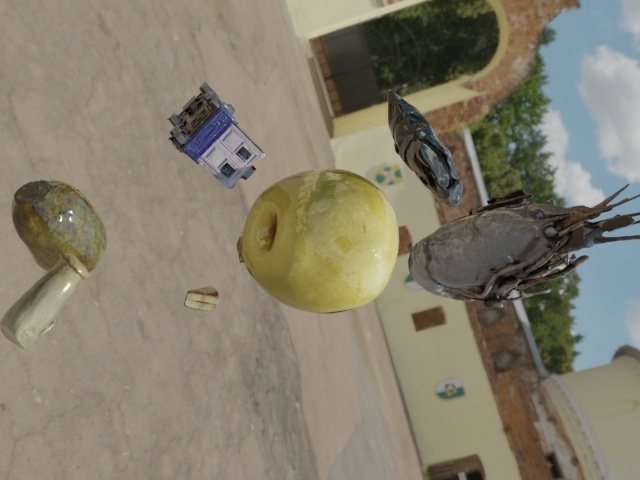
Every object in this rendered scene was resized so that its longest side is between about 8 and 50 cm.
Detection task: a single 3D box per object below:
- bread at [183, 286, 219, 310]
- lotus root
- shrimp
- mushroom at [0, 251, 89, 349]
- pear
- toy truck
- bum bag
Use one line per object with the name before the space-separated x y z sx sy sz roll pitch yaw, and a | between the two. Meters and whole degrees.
bread | -0.263 0.138 1.377 0.109 0.062 0.043 -10 121 -69
lotus root | -0.843 -0.049 1.905 0.346 0.250 0.251 81 -2 -55
shrimp | 0.256 0.014 0.748 0.145 0.343 0.116 48 50 -18
mushroom | -0.618 0.140 1.320 0.096 0.247 0.108 39 -3 5
pear | 0.000 0.000 1.199 0.309 0.309 0.309 -16 90 -83
toy truck | -0.215 -0.217 1.216 0.155 0.124 0.268 44 5 -26
bum bag | 0.200 -0.197 1.219 0.144 0.095 0.341 47 19 -34
